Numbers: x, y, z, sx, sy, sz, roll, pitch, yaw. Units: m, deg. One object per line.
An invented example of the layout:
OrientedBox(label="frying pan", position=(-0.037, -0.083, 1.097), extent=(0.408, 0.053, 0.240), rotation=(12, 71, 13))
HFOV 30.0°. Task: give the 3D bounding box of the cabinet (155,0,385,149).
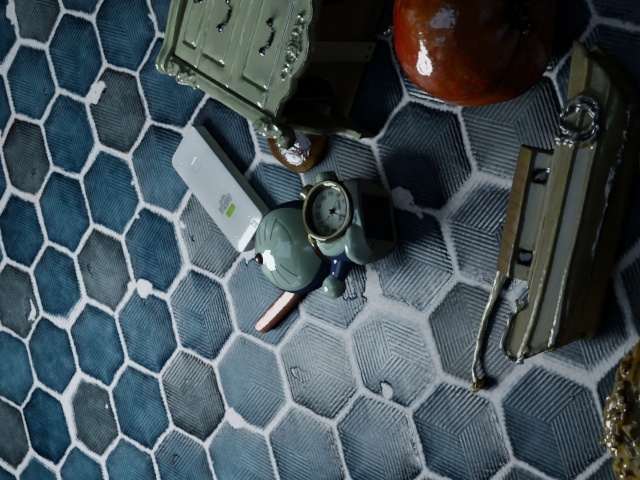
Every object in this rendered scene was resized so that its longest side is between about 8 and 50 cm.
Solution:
OrientedBox(label="cabinet", position=(-0.055, -0.339, 1.890), extent=(0.318, 0.227, 0.290), rotation=(35, 118, 34))

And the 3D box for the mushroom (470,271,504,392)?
OrientedBox(label="mushroom", position=(0.258, 0.098, 1.803), extent=(0.028, 0.026, 0.286), rotation=(15, 105, 24))

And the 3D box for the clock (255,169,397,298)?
OrientedBox(label="clock", position=(0.000, 0.000, 1.946), extent=(0.243, 0.146, 0.200), rotation=(-20, 77, 39))

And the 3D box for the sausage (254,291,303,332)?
OrientedBox(label="sausage", position=(-0.071, 0.118, 2.105), extent=(0.147, 0.030, 0.035), rotation=(-50, 62, 35))

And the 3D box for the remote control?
OrientedBox(label="remote control", position=(-0.183, -0.096, 2.176), extent=(0.250, 0.034, 0.103), rotation=(51, 126, 26))

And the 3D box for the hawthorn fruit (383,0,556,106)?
OrientedBox(label="hawthorn fruit", position=(0.189, -0.303, 1.674), extent=(0.271, 0.242, 0.242), rotation=(2, 98, 54))

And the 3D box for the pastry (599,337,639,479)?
OrientedBox(label="pastry", position=(0.471, 0.238, 1.462), extent=(0.315, 0.184, 0.284), rotation=(23, 113, 61))

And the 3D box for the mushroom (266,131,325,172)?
OrientedBox(label="mushroom", position=(-0.045, -0.173, 2.026), extent=(0.123, 0.052, 0.123), rotation=(15, 112, 41))

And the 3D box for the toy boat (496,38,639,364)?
OrientedBox(label="toy boat", position=(0.337, -0.050, 1.644), extent=(0.162, 0.136, 0.445), rotation=(20, 104, 35))
